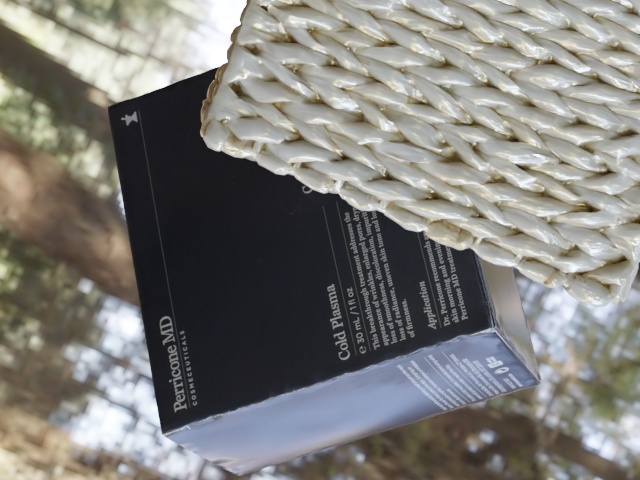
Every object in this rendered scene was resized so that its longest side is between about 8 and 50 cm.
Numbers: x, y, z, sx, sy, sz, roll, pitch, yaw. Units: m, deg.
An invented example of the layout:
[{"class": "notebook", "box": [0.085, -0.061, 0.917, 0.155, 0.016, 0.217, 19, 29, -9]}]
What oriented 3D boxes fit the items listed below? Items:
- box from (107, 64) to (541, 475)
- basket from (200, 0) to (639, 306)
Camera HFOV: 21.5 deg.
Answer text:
[{"class": "box", "box": [0.000, 0.000, 1.562, 0.313, 0.179, 0.343, -18, -115, 14]}, {"class": "basket", "box": [0.102, -0.145, 1.205, 0.331, 0.328, 0.266, -93, -154, -83]}]
